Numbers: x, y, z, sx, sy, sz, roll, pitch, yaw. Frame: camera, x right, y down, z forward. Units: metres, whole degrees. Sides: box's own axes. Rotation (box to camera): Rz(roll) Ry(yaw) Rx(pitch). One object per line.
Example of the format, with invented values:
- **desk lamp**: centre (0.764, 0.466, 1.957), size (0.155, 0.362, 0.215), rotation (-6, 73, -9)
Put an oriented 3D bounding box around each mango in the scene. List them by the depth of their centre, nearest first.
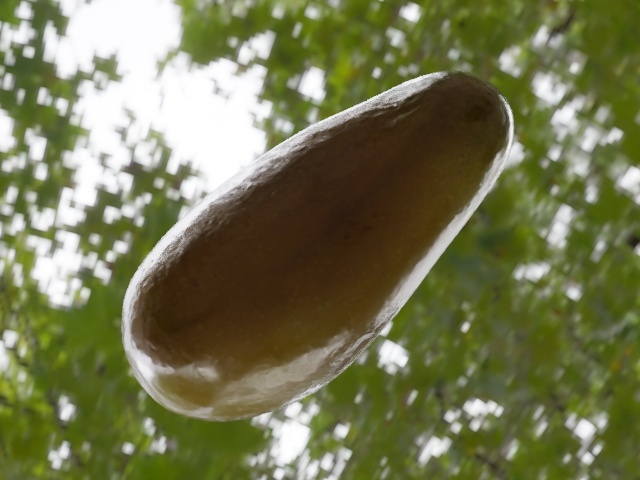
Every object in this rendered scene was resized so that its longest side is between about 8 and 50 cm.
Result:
- **mango**: centre (0.000, 0.000, 0.962), size (0.099, 0.227, 0.136), rotation (47, -174, -24)
